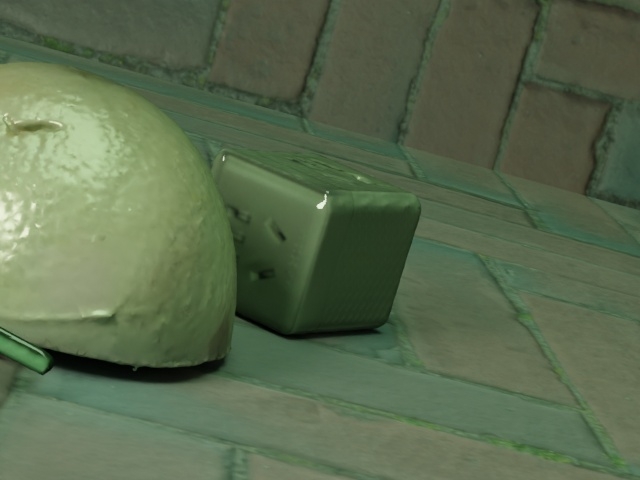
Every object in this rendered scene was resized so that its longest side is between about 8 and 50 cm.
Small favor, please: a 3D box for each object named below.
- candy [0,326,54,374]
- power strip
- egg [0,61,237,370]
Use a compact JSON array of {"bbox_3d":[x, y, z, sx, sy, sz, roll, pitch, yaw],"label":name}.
[{"bbox_3d":[-0.286,0.004,1.046,0.305,0.083,0.091,26,7,4],"label":"candy"},{"bbox_3d":[0.000,0.000,1.764,0.140,0.139,0.224,22,12,32],"label":"power strip"},{"bbox_3d":[-0.198,-0.033,1.492,0.337,0.201,0.337,16,13,-4],"label":"egg"}]
